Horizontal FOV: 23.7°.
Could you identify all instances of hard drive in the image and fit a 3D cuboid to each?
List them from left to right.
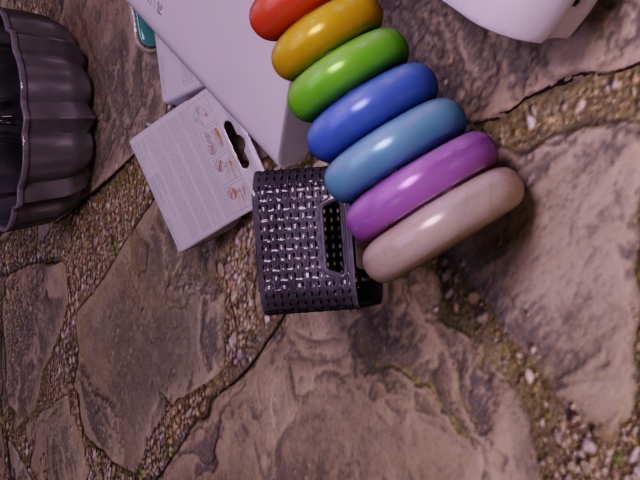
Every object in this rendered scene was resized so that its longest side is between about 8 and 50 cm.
[{"bbox_3d":[-0.106,-0.268,1.541,0.353,0.047,0.233,48,143,36],"label":"hard drive"}]

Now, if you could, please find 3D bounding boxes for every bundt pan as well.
[{"bbox_3d":[-0.411,-0.172,2.174,0.331,0.124,0.331,12,104,61],"label":"bundt pan"}]

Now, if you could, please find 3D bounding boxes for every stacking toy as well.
[{"bbox_3d":[0.021,-0.138,1.202,0.330,0.141,0.141,59,148,4],"label":"stacking toy"}]

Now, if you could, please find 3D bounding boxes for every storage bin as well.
[{"bbox_3d":[0.000,0.000,1.337,0.180,0.084,0.122,4,-98,-82],"label":"storage bin"}]

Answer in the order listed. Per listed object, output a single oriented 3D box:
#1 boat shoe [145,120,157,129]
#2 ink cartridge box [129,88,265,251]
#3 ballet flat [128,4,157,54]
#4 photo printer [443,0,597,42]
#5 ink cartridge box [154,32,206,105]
[{"bbox_3d":[-0.169,-0.114,1.794,0.137,0.049,0.043,25,117,55],"label":"boat shoe"},{"bbox_3d":[-0.122,-0.085,1.686,0.179,0.045,0.145,-28,86,41],"label":"ink cartridge box"},{"bbox_3d":[-0.219,-0.310,1.862,0.052,0.057,0.168,180,87,-73],"label":"ballet flat"},{"bbox_3d":[0.112,-0.306,1.105,0.307,0.107,0.256,44,134,36],"label":"photo printer"},{"bbox_3d":[-0.095,-0.264,1.650,0.232,0.066,0.189,-16,78,41],"label":"ink cartridge box"}]
